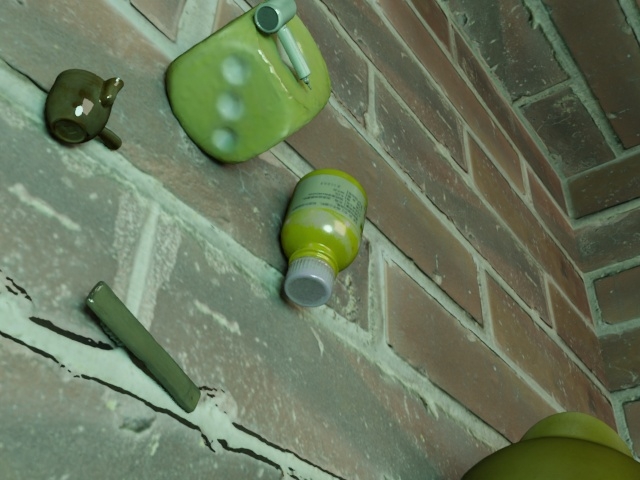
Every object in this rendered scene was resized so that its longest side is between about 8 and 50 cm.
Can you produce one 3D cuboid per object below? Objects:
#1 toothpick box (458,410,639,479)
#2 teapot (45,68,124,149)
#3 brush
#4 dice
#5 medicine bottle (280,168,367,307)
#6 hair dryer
[{"bbox_3d":[0.341,0.493,1.011,0.409,0.408,0.425,63,31,-7],"label":"toothpick box"},{"bbox_3d":[-0.249,-0.135,0.794,0.110,0.084,0.080,64,24,-48],"label":"teapot"},{"bbox_3d":[-0.191,0.119,0.766,0.190,0.027,0.034,57,34,-32],"label":"brush"},{"bbox_3d":[-0.099,-0.220,0.998,0.166,0.169,0.169,57,32,-17],"label":"dice"},{"bbox_3d":[0.000,0.000,1.058,0.122,0.121,0.213,49,34,-29],"label":"medicine bottle"},{"bbox_3d":[-0.036,-0.253,0.920,0.124,0.037,0.063,61,31,-20],"label":"hair dryer"}]
